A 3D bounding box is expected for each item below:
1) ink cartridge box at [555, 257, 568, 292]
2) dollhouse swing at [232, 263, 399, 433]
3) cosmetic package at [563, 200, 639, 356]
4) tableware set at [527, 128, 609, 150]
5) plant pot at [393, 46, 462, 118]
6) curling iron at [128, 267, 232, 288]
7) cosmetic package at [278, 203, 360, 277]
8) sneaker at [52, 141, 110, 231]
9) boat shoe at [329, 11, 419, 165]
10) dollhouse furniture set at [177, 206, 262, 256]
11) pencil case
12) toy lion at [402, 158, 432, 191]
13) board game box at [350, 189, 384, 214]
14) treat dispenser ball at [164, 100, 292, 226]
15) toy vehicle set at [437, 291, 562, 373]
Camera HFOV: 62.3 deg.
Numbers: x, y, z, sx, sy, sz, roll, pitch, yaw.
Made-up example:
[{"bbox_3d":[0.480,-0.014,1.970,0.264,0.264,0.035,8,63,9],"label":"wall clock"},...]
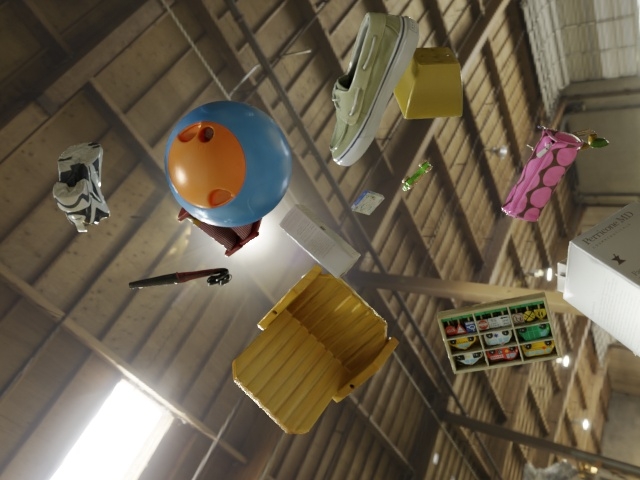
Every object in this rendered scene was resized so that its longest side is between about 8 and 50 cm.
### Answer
[{"bbox_3d":[0.724,0.096,1.458,0.143,0.092,0.089,-20,-67,-24],"label":"ink cartridge box"},{"bbox_3d":[-0.024,0.323,1.544,0.347,0.315,0.305,45,-149,3],"label":"dollhouse swing"},{"bbox_3d":[0.522,0.064,0.856,0.151,0.183,0.151,-29,-46,-13],"label":"cosmetic package"},{"bbox_3d":[0.560,-0.212,1.203,0.104,0.154,0.024,-92,-13,-62],"label":"tableware set"},{"bbox_3d":[0.394,-0.576,1.901,0.212,0.212,0.187,-99,7,-47],"label":"plant pot"},{"bbox_3d":[-0.379,0.105,1.446,0.274,0.068,0.035,-3,-68,-13],"label":"curling iron"},{"bbox_3d":[0.000,0.000,1.527,0.085,0.231,0.117,-51,-8,11],"label":"cosmetic package"},{"bbox_3d":[-0.561,-0.119,1.270,0.094,0.234,0.153,-7,-45,-11],"label":"sneaker"},{"bbox_3d":[0.070,-0.267,0.950,0.094,0.302,0.109,12,-138,-16],"label":"boat shoe"},{"bbox_3d":[-0.284,-0.156,1.656,0.201,0.152,0.374,39,-146,-27],"label":"dollhouse furniture set"},{"bbox_3d":[0.468,-0.137,1.138,0.098,0.095,0.209,-27,-38,-50],"label":"pencil case"},{"bbox_3d":[0.266,-0.176,1.467,0.100,0.034,0.096,-45,-9,13],"label":"toy lion"},{"bbox_3d":[0.167,-0.135,1.883,0.090,0.090,0.020,13,-141,-41],"label":"board game box"},{"bbox_3d":[-0.209,-0.174,1.218,0.288,0.288,0.288,-7,-80,-52],"label":"treat dispenser ball"},{"bbox_3d":[0.446,0.236,1.334,0.165,0.267,0.035,70,-157,-10],"label":"toy vehicle set"}]
